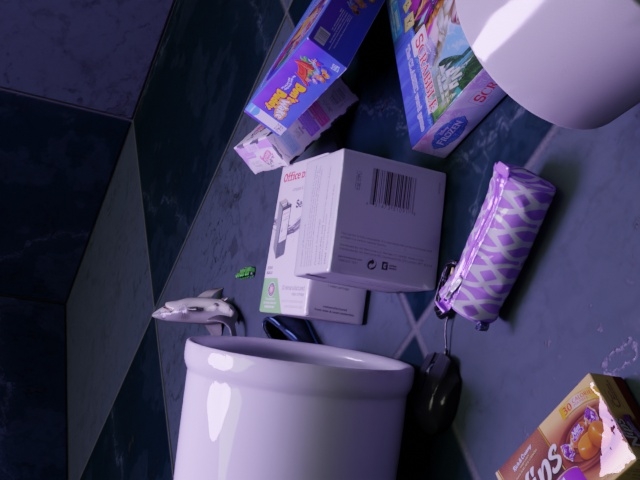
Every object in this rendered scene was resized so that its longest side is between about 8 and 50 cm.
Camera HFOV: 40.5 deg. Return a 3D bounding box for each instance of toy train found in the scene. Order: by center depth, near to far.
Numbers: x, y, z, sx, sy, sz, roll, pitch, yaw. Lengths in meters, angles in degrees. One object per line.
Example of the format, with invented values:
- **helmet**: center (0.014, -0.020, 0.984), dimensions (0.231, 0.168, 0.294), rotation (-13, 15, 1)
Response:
- **toy train**: center (-0.166, 0.071, 1.925), dimensions (0.083, 0.017, 0.024), rotation (-14, 58, 62)

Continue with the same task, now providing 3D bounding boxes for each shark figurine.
- **shark figurine**: center (-0.236, 0.187, 1.967), dimensions (0.278, 0.166, 0.116), rotation (8, 113, 47)

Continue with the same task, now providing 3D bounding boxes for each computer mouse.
- **computer mouse**: center (0.162, 0.144, 1.192), dimensions (0.071, 0.041, 0.242), rotation (-11, 69, 64)

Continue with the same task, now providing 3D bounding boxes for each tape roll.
- **tape roll**: center (0.281, -0.257, 0.875), dimensions (0.169, 0.246, 0.246), rotation (-41, 45, 53)

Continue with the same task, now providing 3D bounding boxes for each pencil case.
- **pencil case**: center (0.215, 0.004, 1.085), dimensions (0.086, 0.088, 0.206), rotation (48, 122, 57)

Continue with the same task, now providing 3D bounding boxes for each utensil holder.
- **utensil holder**: center (-0.049, 0.346, 1.226), dimensions (0.327, 0.327, 0.386), rotation (3, 86, 64)

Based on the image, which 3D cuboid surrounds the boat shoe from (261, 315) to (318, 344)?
- **boat shoe**: center (-0.046, 0.223, 1.529), dimensions (0.258, 0.089, 0.109), rotation (48, 123, 59)

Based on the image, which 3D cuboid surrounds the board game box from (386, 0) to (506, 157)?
- **board game box**: center (0.217, -0.338, 1.246), dimensions (0.318, 0.065, 0.319), rotation (-49, 38, 46)

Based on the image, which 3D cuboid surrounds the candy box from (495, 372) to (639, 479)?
- **candy box**: center (0.270, 0.241, 0.917), dimensions (0.187, 0.053, 0.109), rotation (-58, 32, 34)

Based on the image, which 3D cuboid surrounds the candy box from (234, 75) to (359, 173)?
- **candy box**: center (-0.047, -0.217, 1.618), dimensions (0.196, 0.070, 0.165), rotation (-46, 18, -20)

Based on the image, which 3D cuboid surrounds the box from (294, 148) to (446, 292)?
- **box**: center (0.073, -0.023, 1.279), dimensions (0.119, 0.181, 0.182), rotation (-11, 71, 63)

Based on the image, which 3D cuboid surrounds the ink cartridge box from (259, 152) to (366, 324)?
- **ink cartridge box**: center (0.000, 0.000, 1.496), dimensions (0.198, 0.114, 0.273), rotation (-6, 74, 64)

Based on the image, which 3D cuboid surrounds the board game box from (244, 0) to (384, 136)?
- **board game box**: center (0.018, -0.368, 1.485), dimensions (0.233, 0.078, 0.347), rotation (-36, 23, 53)
